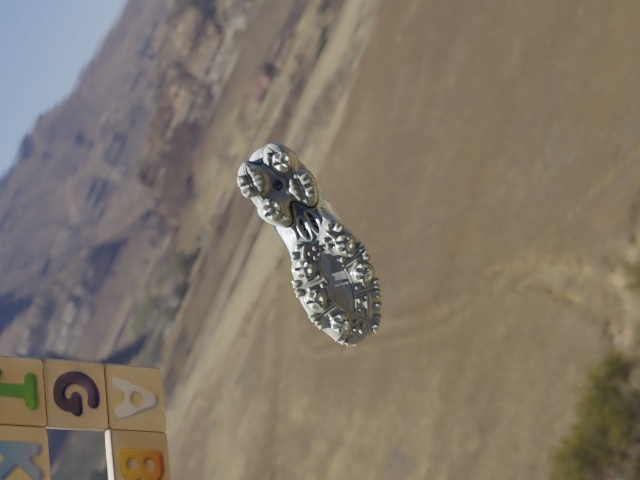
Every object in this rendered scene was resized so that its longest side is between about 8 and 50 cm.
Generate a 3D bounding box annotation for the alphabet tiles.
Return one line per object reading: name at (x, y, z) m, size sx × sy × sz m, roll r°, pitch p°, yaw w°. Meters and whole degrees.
alphabet tiles at (-0.156, 0.174, 0.797) m, size 0.009 × 0.198 × 0.237 m, roll -30°, pitch 61°, yaw 44°

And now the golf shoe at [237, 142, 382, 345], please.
golf shoe at (0.000, 0.000, 1.228) m, size 0.069 × 0.176 × 0.086 m, roll -27°, pitch 1°, yaw 7°
